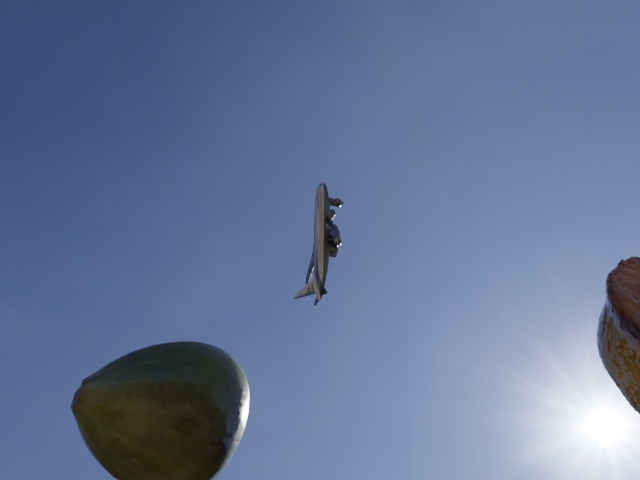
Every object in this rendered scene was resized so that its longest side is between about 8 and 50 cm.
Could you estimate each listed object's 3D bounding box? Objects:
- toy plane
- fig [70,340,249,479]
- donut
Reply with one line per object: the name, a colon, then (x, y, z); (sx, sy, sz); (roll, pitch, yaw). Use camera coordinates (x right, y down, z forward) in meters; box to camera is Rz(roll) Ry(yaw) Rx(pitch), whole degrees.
toy plane: (0.003, 0.002, 1.055); (0.058, 0.226, 0.226); (16, -25, -9)
fig: (-0.301, 0.324, 1.161); (0.316, 0.316, 0.316); (3, -67, 6)
donut: (0.464, 0.141, 0.719); (0.303, 0.303, 0.110); (13, -58, 2)
